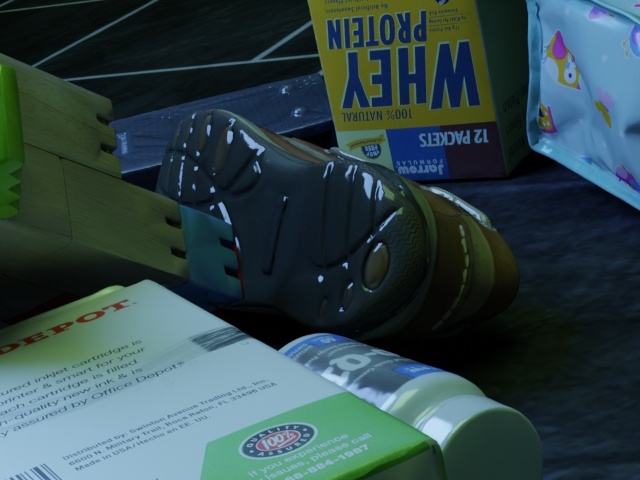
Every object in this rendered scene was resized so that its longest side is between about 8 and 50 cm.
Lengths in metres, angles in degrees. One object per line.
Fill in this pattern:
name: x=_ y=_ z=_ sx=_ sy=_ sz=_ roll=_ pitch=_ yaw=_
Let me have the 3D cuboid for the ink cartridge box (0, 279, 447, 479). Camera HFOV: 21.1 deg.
ink cartridge box: x=-0.094 y=0.125 z=0.723 sx=0.198 sy=0.115 sz=0.273 roll=-21 pitch=21 yaw=-24

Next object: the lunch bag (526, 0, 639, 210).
lunch bag: x=0.284 y=-0.105 z=1.080 sx=0.223 sy=0.160 sz=0.262 roll=-15 pitch=24 yaw=-22

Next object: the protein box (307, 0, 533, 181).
protein box: x=0.098 y=-0.172 z=1.318 sx=0.136 sy=0.201 sz=0.200 roll=-2 pitch=21 yaw=28

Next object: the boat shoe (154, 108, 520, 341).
boat shoe: x=0.000 y=0.000 z=1.056 sx=0.120 sy=0.123 sz=0.324 roll=12 pitch=7 yaw=-32

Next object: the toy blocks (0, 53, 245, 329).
toy blocks: x=-0.226 y=0.015 z=0.952 sx=0.381 sy=0.191 sz=0.261 roll=-22 pitch=-24 yaw=28

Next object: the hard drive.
hard drive: x=-0.108 y=-0.070 z=1.384 sx=0.254 sy=0.054 sz=0.172 roll=-14 pitch=19 yaw=-4

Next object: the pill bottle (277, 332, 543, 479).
pill bottle: x=0.033 y=0.093 z=0.794 sx=0.078 sy=0.078 sz=0.137 roll=-24 pitch=22 yaw=-31
